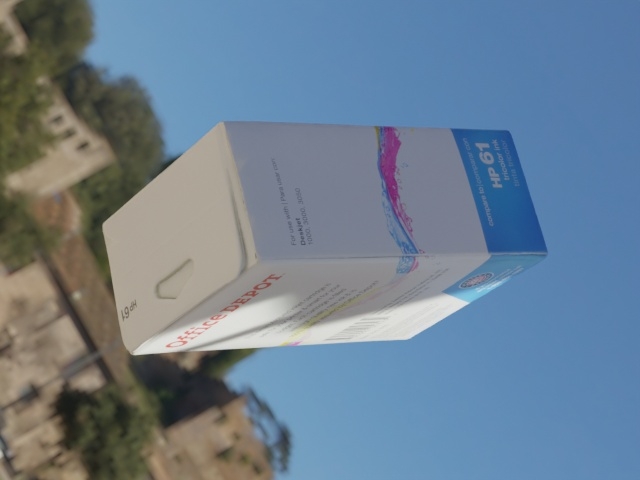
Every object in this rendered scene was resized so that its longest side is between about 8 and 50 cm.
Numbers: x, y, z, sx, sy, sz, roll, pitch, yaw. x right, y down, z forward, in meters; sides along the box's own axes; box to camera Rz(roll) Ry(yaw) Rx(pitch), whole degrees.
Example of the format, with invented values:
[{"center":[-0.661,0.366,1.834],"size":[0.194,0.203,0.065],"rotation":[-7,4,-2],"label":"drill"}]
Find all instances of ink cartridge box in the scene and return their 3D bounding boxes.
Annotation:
[{"center":[0.000,0.000,0.565],"size":[0.088,0.122,0.052],"rotation":[-35,-116,49],"label":"ink cartridge box"}]
